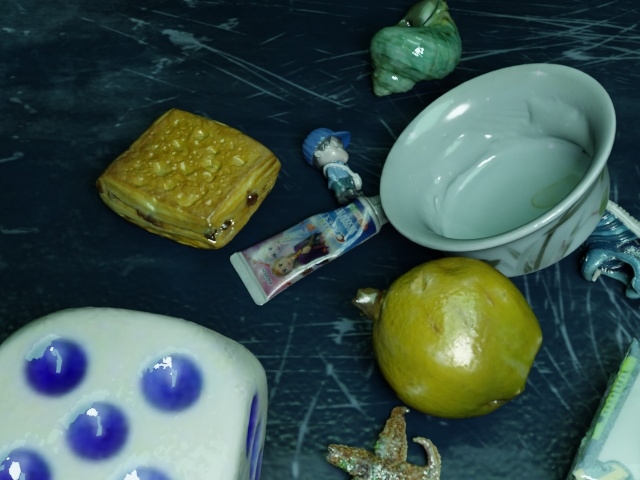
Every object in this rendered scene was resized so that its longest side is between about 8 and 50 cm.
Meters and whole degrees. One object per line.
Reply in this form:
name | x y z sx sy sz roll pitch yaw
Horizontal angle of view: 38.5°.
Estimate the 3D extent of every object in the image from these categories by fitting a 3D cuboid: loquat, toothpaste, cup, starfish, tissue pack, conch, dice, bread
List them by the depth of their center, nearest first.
dice | -0.232 0.274 1.059 0.304 0.277 0.304 6 54 5
tissue pack | 0.483 0.294 1.140 0.311 0.128 0.228 27 58 16
starfish | 0.076 0.303 1.188 0.150 0.053 0.209 23 54 -1
loquat | 0.158 0.120 1.206 0.246 0.213 0.213 24 59 4
cup | 0.276 -0.079 1.331 0.347 0.163 0.347 -22 41 20
toothpaste | 0.000 0.000 1.383 0.266 0.061 0.096 -27 61 -11
bread | -0.199 -0.089 1.411 0.235 0.099 0.210 24 57 21
conch | 0.159 -0.329 1.563 0.188 0.122 0.176 -31 41 -22

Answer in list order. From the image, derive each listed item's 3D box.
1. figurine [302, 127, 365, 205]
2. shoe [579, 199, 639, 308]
figurine | 0.019 -0.115 1.455 0.079 0.077 0.136 -22 70 25
shoe | 0.424 0.012 1.353 0.106 0.091 0.207 -39 60 -15
